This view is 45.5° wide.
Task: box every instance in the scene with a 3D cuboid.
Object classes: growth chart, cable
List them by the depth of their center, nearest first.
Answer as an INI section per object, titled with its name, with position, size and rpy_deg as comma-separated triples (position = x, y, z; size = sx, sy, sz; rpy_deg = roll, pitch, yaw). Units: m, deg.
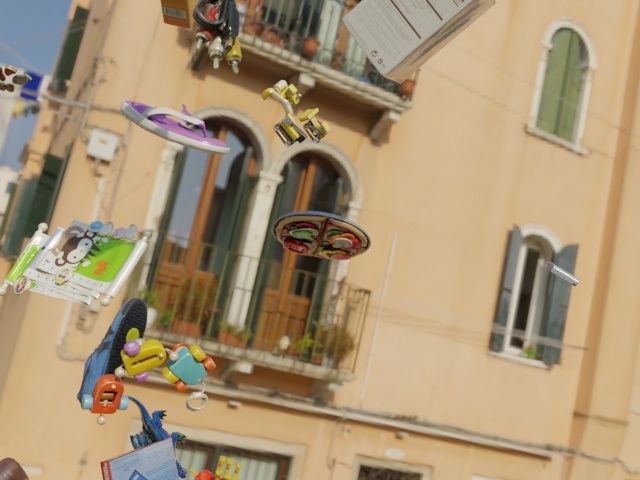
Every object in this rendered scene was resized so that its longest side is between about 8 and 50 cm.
[growth chart]
position = -0.408, 0.032, 1.277
size = 0.237, 0.172, 0.021
rpy_deg = 5, -32, 19
[cable]
position = -0.208, -0.482, 1.574
size = 0.072, 0.287, 0.139
rpy_deg = -27, -41, 35

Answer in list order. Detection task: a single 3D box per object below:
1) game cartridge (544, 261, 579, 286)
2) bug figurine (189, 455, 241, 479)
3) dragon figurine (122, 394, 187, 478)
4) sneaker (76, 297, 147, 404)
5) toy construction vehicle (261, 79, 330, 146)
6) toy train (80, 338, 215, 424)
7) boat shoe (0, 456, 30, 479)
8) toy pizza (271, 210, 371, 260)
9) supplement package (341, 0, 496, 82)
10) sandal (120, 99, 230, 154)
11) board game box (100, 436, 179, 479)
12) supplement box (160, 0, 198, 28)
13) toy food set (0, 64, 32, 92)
[game cartridge]
position = 0.399, 0.055, 1.266
size = 0.056, 0.017, 0.083
rpy_deg = 29, 6, 11
[bug figurine]
position = -0.135, 0.450, 1.253
size = 0.216, 0.072, 0.279
rpy_deg = 21, 1, 0
[dragon figurine]
position = -0.444, 0.522, 2.027
size = 0.289, 0.085, 0.144
rpy_deg = 52, 9, -1
[sneaker]
position = -0.372, 0.194, 1.338
size = 0.082, 0.209, 0.069
rpy_deg = 14, -9, 34
[toy construction vehicle]
position = -0.030, -0.169, 1.015
size = 0.035, 0.086, 0.098
rpy_deg = -28, -78, 37
[toy train]
position = -0.223, 0.177, 0.996
size = 0.166, 0.125, 0.046
rpy_deg = 5, 27, -31
[boat shoe]
position = -0.462, 0.459, 1.232
size = 0.123, 0.123, 0.342
rpy_deg = 13, -39, 22
[toy pizza]
position = 0.000, 0.000, 1.522
size = 0.201, 0.032, 0.201
rpy_deg = 8, -25, 4
[supplement package]
position = 0.139, -0.320, 1.063
size = 0.179, 0.105, 0.105
rpy_deg = -38, -8, 19
[sandal]
position = -0.435, -0.355, 2.232
size = 0.416, 0.102, 0.169
rpy_deg = 26, 16, 28
[board game box]
position = -0.402, 0.545, 1.735
size = 0.027, 0.145, 0.281
rpy_deg = -15, -8, 15
[supplement box]
position = -0.355, -0.639, 1.891
size = 0.080, 0.078, 0.233
rpy_deg = 14, -30, 1
[toy food set]
position = -0.726, -0.370, 1.750
size = 0.122, 0.019, 0.078
rpy_deg = -13, -38, 41
